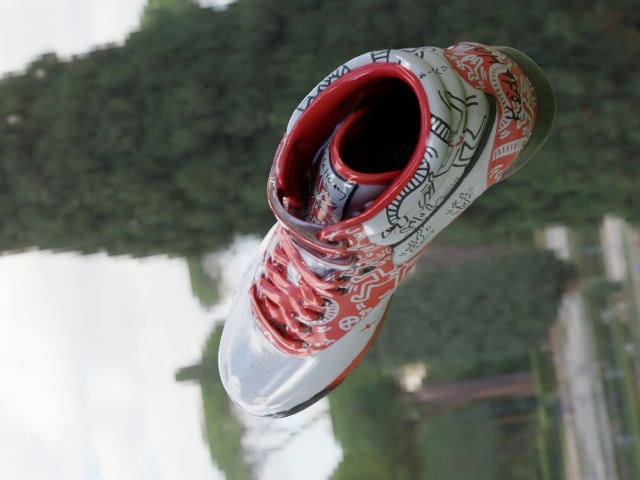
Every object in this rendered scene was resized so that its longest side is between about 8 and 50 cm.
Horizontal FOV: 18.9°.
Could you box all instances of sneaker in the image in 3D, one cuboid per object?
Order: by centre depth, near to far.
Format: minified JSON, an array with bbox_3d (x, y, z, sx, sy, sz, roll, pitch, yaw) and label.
[{"bbox_3d":[0.000,-0.001,1.025,0.090,0.270,0.145,51,-154,18],"label":"sneaker"}]
